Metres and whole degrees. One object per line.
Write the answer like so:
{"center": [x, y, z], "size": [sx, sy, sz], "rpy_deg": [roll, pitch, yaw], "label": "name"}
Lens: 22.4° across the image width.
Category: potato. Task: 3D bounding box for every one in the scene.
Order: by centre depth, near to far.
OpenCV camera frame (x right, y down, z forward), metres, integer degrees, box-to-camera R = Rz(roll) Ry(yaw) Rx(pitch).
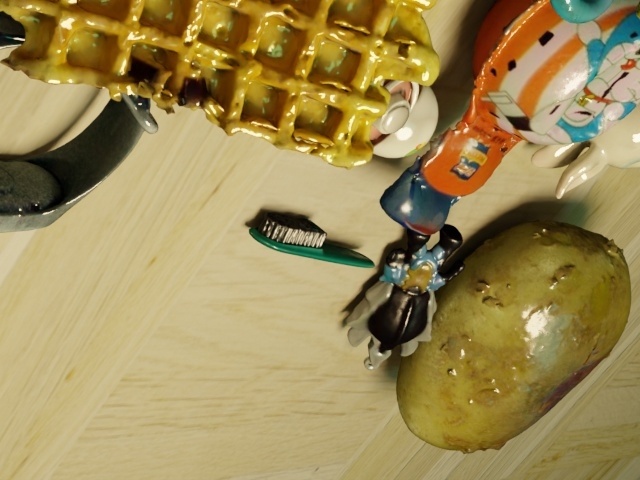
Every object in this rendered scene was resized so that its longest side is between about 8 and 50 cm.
{"center": [0.205, 0.106, 1.763], "size": [0.307, 0.173, 0.210], "rpy_deg": [-52, 153, 21], "label": "potato"}

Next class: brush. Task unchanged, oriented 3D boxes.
{"center": [0.000, 0.000, 1.516], "size": [0.193, 0.043, 0.032], "rpy_deg": [10, 110, -56], "label": "brush"}

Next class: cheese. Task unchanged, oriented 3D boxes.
{"center": [0.185, -0.132, 1.431], "size": [0.329, 0.129, 0.217], "rpy_deg": [-45, 150, 14], "label": "cheese"}

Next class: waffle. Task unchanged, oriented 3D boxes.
{"center": [-0.069, -0.166, 1.028], "size": [0.283, 0.065, 0.309], "rpy_deg": [-30, 110, -4], "label": "waffle"}

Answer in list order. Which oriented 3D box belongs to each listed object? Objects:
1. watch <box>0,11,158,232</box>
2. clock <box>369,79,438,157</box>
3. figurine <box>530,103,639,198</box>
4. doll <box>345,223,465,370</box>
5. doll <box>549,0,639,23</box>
{"center": [-0.209, -0.086, 1.123], "size": [0.206, 0.068, 0.193], "rpy_deg": [-2, 137, -44], "label": "watch"}
{"center": [0.014, -0.141, 1.191], "size": [0.093, 0.162, 0.166], "rpy_deg": [-45, 151, 8], "label": "clock"}
{"center": [0.334, -0.129, 1.625], "size": [0.235, 0.127, 0.155], "rpy_deg": [-43, 162, 21], "label": "figurine"}
{"center": [0.084, 0.064, 1.670], "size": [0.096, 0.070, 0.195], "rpy_deg": [12, 125, -18], "label": "doll"}
{"center": [0.267, -0.332, 1.257], "size": [0.341, 0.099, 0.346], "rpy_deg": [-3, 120, -28], "label": "doll"}
